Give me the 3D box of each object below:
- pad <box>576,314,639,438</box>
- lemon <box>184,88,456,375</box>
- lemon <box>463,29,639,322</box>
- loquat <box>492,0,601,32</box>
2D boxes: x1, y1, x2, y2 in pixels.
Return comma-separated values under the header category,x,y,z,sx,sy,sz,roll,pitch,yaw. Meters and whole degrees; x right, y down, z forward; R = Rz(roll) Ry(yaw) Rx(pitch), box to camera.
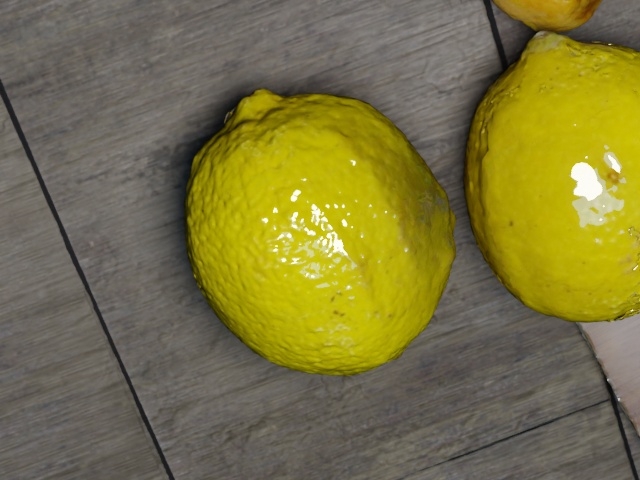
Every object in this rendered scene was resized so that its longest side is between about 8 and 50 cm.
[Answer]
category,x,y,z,sx,sy,sz,roll,pitch,yaw
pad,0.426,0.057,1.835,0.286,0.018,0.284,-29,99,3
lemon,0.000,0.000,1.658,0.268,0.268,0.322,-34,104,5
lemon,0.266,-0.063,1.671,0.258,0.258,0.310,-15,108,-2
loquat,0.230,-0.280,1.681,0.137,0.113,0.137,0,91,12
